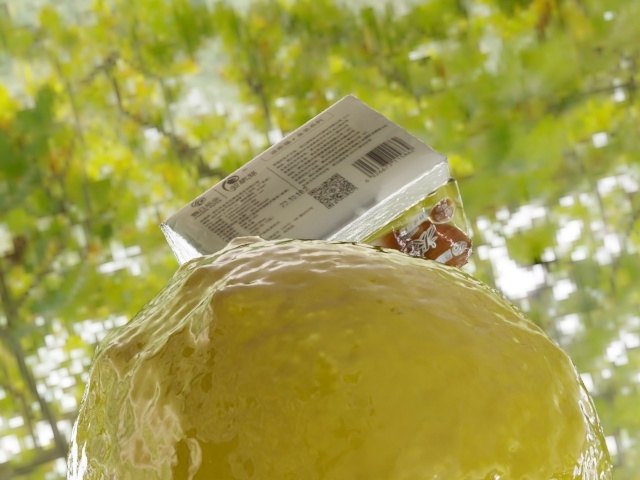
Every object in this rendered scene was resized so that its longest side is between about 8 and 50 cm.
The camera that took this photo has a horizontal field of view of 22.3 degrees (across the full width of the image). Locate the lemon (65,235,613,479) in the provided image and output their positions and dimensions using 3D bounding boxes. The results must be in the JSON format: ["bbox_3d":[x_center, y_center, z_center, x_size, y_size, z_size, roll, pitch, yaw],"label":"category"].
[{"bbox_3d":[0.007,0.111,0.697,0.234,0.233,0.288,-16,-167,-19],"label":"lemon"}]

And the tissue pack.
[{"bbox_3d":[0.000,0.000,0.980,0.149,0.099,0.106,-35,-138,-15],"label":"tissue pack"}]
